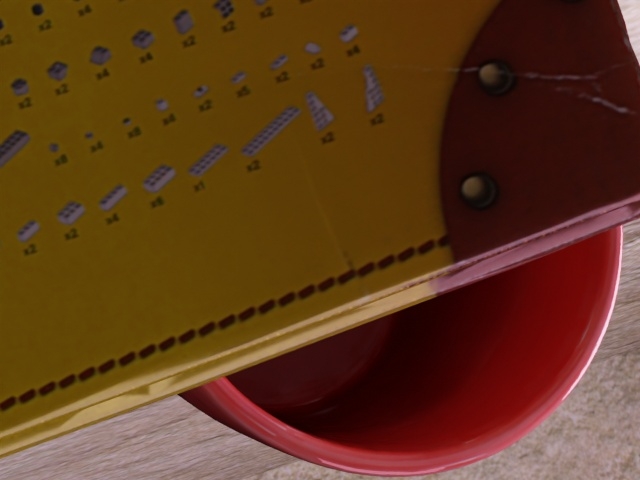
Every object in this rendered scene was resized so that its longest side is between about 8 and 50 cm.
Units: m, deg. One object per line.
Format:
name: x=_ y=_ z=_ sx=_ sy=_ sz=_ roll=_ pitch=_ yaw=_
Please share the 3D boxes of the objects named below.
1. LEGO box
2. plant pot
LEGO box: x=-0.179 y=-0.018 z=0.580 sx=0.500 sy=0.193 sz=0.372 roll=-20 pitch=-178 yaw=0
plant pot: x=0.000 y=0.000 z=1.033 sx=0.275 sy=0.275 sz=0.243 roll=-17 pitch=176 yaw=-19
